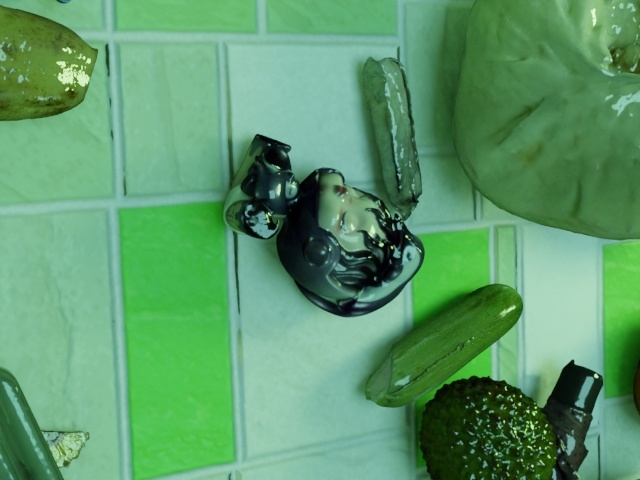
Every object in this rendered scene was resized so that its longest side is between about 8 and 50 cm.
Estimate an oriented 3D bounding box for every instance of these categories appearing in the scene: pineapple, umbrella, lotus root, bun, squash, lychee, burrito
[{"bbox_3d":[-0.265,0.203,1.075,0.083,0.019,0.045,4,86,-31],"label":"pineapple"},{"bbox_3d":[0.266,0.302,1.370,0.090,0.094,0.326,23,81,14],"label":"umbrella"},{"bbox_3d":[-0.317,-0.159,0.971,0.259,0.097,0.110,6,91,-39],"label":"lotus root"},{"bbox_3d":[0.314,-0.170,1.233,0.361,0.213,0.360,-1,82,5],"label":"bun"},{"bbox_3d":[0.144,0.120,1.291,0.239,0.069,0.069,-32,109,-28],"label":"squash"},{"bbox_3d":[0.189,0.230,1.273,0.171,0.171,0.171,-3,95,-32],"label":"lychee"},{"bbox_3d":[0.083,-0.115,1.247,0.058,0.045,0.188,-20,103,-40],"label":"burrito"}]

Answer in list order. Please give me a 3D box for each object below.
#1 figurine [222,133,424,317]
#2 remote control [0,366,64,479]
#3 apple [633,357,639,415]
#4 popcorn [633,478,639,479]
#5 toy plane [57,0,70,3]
[{"bbox_3d":[0.000,0.000,1.165,0.222,0.145,0.145,31,78,-20],"label":"figurine"},{"bbox_3d":[-0.281,0.283,1.033,0.128,0.065,0.335,-25,107,-15],"label":"remote control"},{"bbox_3d":[0.504,0.179,1.470,0.201,0.162,0.201,5,81,-39],"label":"apple"},{"bbox_3d":[0.426,0.398,1.424,0.188,0.185,0.167,18,102,-40],"label":"popcorn"},{"bbox_3d":[-0.249,-0.349,1.010,0.169,0.078,0.246,-36,105,-24],"label":"toy plane"}]
